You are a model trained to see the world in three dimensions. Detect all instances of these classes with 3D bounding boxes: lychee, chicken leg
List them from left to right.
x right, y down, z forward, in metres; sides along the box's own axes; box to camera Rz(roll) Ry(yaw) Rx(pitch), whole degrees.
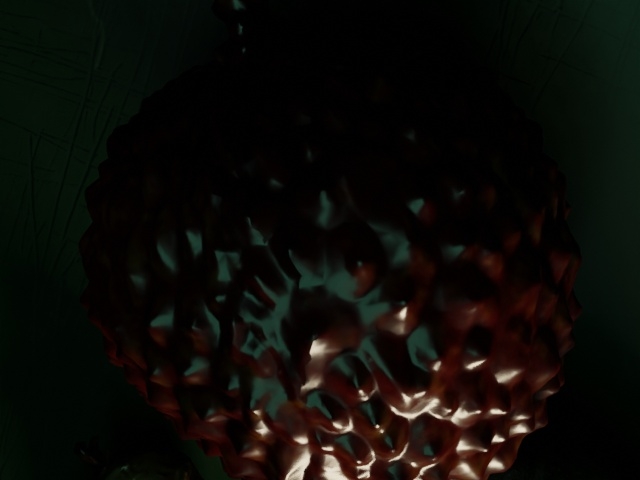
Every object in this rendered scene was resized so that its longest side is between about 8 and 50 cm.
[{"bbox_3d":[-0.178,0.353,1.894,0.211,0.140,0.361,31,129,21],"label":"chicken leg"},{"bbox_3d":[0.000,0.000,1.538,0.424,0.424,0.500,-19,98,19],"label":"lychee"}]

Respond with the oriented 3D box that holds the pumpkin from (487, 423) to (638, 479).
[{"bbox_3d":[0.192,0.322,1.723,0.291,0.257,0.328,-18,109,34],"label":"pumpkin"}]
